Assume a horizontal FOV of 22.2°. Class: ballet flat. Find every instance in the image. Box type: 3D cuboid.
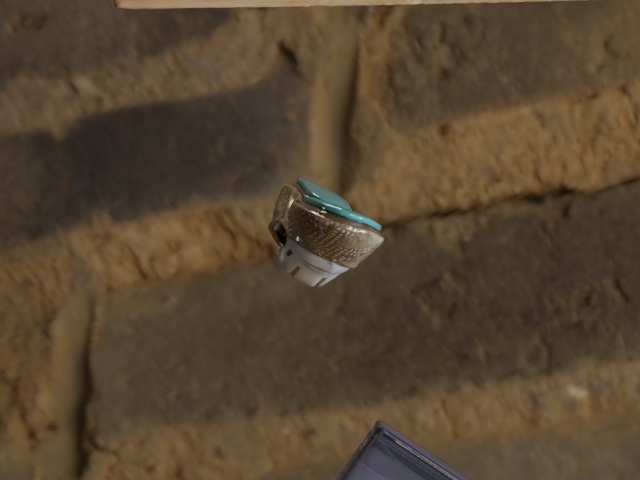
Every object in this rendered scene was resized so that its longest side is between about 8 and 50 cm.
[{"bbox_3d":[0.000,0.000,1.198,0.206,0.073,0.067,-127,-119,-82],"label":"ballet flat"}]

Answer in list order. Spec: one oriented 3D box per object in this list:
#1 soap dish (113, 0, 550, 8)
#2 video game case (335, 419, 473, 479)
[{"bbox_3d":[0.040,-0.227,0.783,0.290,0.229,0.118,-3,-175,-11],"label":"soap dish"},{"bbox_3d":[0.033,0.256,0.831,0.274,0.196,0.026,-56,-175,6],"label":"video game case"}]
